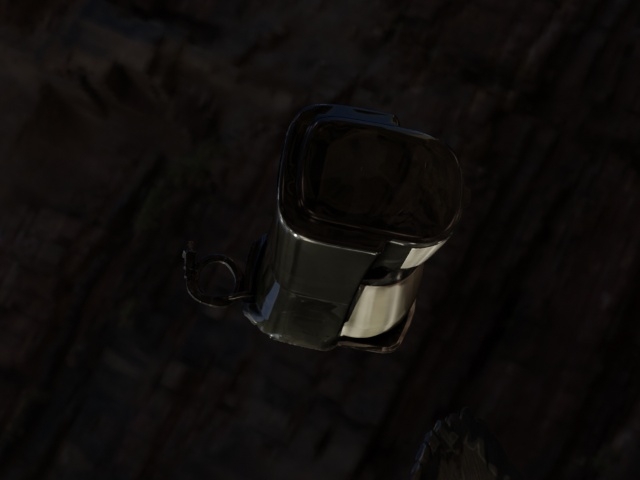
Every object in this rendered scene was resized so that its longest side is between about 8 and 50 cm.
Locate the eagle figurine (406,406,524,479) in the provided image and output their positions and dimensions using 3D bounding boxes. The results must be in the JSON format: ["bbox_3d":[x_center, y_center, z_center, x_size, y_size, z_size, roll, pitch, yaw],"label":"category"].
[{"bbox_3d":[0.055,0.225,0.489,0.226,0.298,0.225,-32,-62,-8],"label":"eagle figurine"}]

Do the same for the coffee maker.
[{"bbox_3d":[0.000,0.000,0.937,0.171,0.120,0.178,-12,-25,-13],"label":"coffee maker"}]
